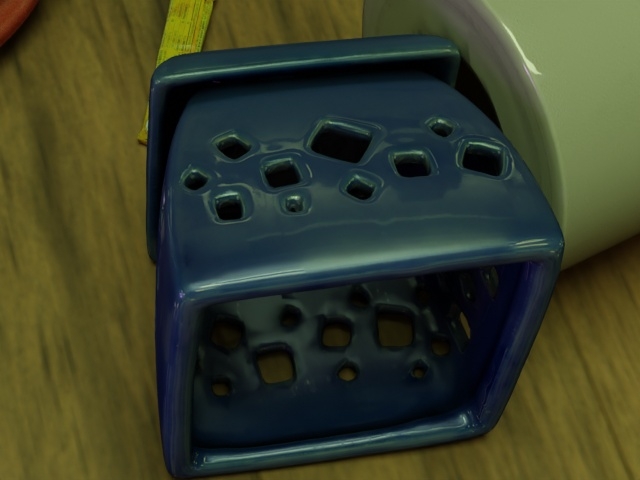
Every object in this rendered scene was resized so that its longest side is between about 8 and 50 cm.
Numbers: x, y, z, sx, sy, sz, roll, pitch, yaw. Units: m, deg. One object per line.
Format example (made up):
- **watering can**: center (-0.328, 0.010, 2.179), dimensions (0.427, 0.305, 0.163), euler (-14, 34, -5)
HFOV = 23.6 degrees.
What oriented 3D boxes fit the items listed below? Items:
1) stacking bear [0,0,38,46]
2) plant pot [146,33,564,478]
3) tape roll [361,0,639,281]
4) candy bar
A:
- **stacking bear**: center (-0.356, -0.257, 1.142), dimensions (0.289, 0.175, 0.164), euler (25, 29, 19)
- **plant pot**: center (0.000, 0.000, 0.995), dimensions (0.236, 0.236, 0.212), euler (-7, 55, -11)
- **tape roll**: center (0.161, -0.109, 1.068), dimensions (0.169, 0.246, 0.246), euler (-25, 66, -20)
- **candy bar**: center (-0.110, -0.138, 1.180), dimensions (0.040, 0.018, 0.161), euler (7, 59, 1)
